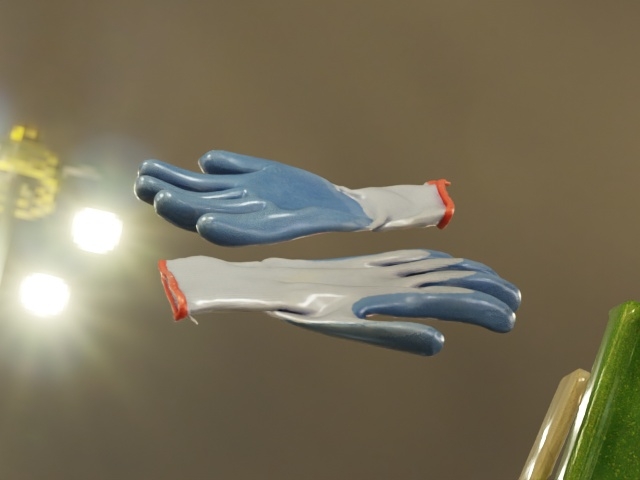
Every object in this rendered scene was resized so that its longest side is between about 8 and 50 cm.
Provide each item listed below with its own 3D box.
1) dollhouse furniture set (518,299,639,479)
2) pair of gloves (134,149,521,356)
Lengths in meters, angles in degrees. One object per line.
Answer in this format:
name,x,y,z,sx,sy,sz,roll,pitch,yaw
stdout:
dollhouse furniture set,0.260,0.169,0.924,0.301,0.151,0.197,23,-10,3
pair of gloves,0.000,0.000,0.773,0.159,0.198,0.023,1,-67,-13
